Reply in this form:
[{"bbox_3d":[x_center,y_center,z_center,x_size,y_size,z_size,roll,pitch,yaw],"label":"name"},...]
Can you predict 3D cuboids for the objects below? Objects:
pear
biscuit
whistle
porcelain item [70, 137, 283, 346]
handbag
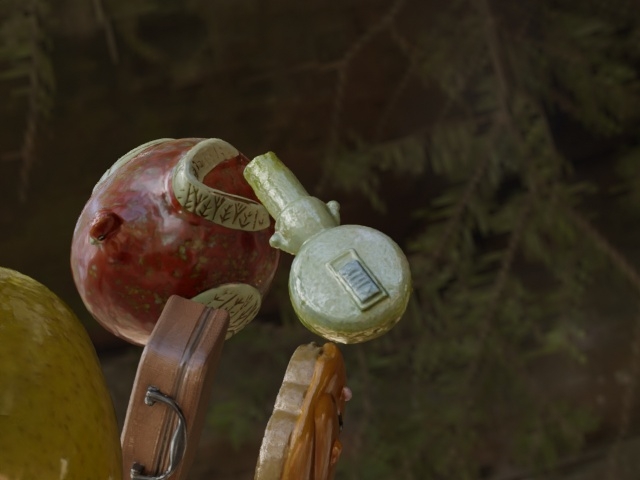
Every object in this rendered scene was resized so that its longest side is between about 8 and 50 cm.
[{"bbox_3d":[-0.306,0.162,1.422,0.340,0.386,0.191,18,-34,-2],"label":"pear"},{"bbox_3d":[-0.009,0.165,1.477,0.050,0.170,0.170,12,-17,9],"label":"biscuit"},{"bbox_3d":[0.000,0.000,1.684,0.104,0.198,0.057,-30,-24,-13],"label":"whistle"},{"bbox_3d":[-0.169,-0.003,2.151,0.253,0.253,0.253,-12,-20,-4],"label":"porcelain item"},{"bbox_3d":[-0.152,0.165,2.013,0.072,0.151,0.193,19,-66,2],"label":"handbag"}]
